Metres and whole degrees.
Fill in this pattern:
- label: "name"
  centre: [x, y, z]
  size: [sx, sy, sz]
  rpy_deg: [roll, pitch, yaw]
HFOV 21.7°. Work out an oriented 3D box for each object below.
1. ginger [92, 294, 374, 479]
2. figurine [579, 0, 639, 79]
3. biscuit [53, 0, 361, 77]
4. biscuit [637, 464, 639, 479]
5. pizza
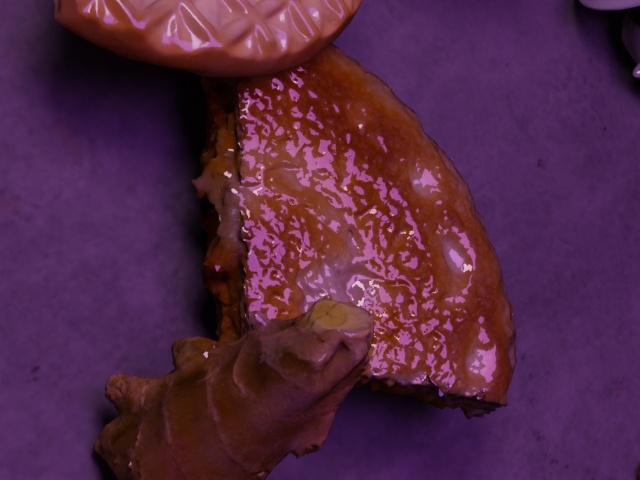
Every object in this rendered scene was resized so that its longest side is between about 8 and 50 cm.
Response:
- label: "ginger"
  centre: [-0.056, 0.103, 0.971]
  size: [0.205, 0.115, 0.081]
  rpy_deg: [-54, 145, 8]
- label: "figurine"
  centre: [0.293, -0.166, 1.361]
  size: [0.132, 0.132, 0.153]
  rpy_deg: [-50, 124, -37]
- label: "biscuit"
  centre: [-0.053, -0.219, 1.062]
  size: [0.205, 0.040, 0.309]
  rpy_deg: [24, 50, -20]
- label: "biscuit"
  centre: [0.321, 0.145, 1.345]
  size: [0.138, 0.031, 0.205]
  rpy_deg: [43, 53, -22]
- label: "pizza"
  centre: [0.000, 0.000, 1.077]
  size: [0.226, 0.086, 0.335]
  rpy_deg: [-43, 102, -31]
